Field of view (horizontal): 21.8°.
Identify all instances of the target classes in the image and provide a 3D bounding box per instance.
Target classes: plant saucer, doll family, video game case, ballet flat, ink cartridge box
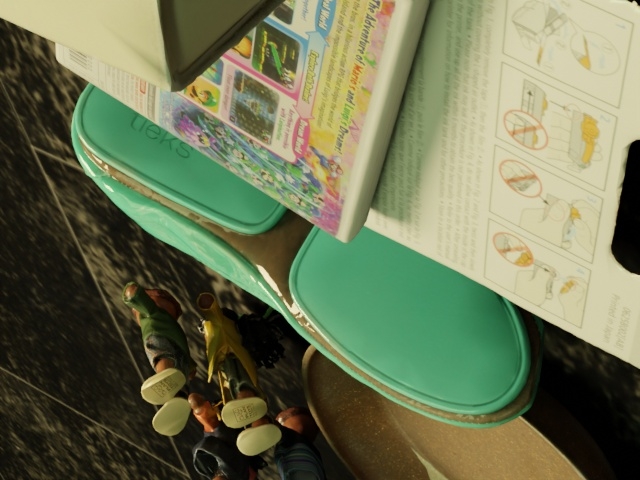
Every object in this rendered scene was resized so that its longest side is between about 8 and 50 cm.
[{"bbox_3d":[0.078,0.107,0.817,0.198,0.036,0.198,33,153,19],"label":"plant saucer"},{"bbox_3d":[-0.041,0.093,0.889,0.111,0.076,0.193,-110,1,-59],"label":"doll family"},{"bbox_3d":[-0.035,-0.078,0.594,0.143,0.019,0.157,32,151,11],"label":"video game case"},{"bbox_3d":[0.000,0.000,0.736,0.247,0.083,0.087,33,177,18],"label":"ballet flat"},{"bbox_3d":[0.045,-0.064,0.597,0.232,0.066,0.189,23,149,18],"label":"ink cartridge box"}]

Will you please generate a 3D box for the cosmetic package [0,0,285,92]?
[{"bbox_3d":[-0.119,-0.178,0.471,0.296,0.153,0.129,24,140,22],"label":"cosmetic package"}]
